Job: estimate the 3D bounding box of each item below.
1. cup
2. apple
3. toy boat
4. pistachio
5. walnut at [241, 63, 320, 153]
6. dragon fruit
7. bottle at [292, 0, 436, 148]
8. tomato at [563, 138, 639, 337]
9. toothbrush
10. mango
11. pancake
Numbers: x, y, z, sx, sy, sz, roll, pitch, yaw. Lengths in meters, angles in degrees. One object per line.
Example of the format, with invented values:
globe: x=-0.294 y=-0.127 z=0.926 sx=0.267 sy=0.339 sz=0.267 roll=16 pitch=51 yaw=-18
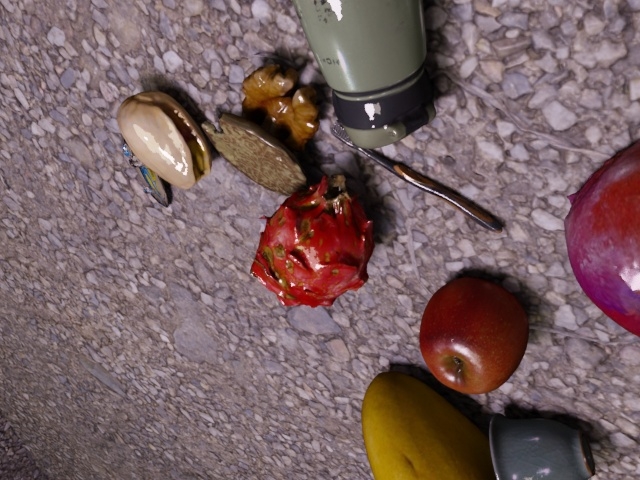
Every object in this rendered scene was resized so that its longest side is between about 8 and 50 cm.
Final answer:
cup: x=0.419 y=0.405 z=1.224 sx=0.150 sy=0.199 sz=0.199 roll=-20 pitch=114 yaw=26
apple: x=0.253 y=0.157 z=1.114 sx=0.181 sy=0.168 sz=0.181 roll=25 pitch=138 yaw=25
toy boat: x=-0.353 y=-0.142 z=1.380 sx=0.084 sy=0.066 sz=0.210 roll=51 pitch=163 yaw=41
pistachio: x=-0.290 y=-0.190 z=1.244 sx=0.145 sy=0.117 sz=0.200 roll=-23 pitch=115 yaw=44
walnut: x=-0.063 y=-0.217 z=1.084 sx=0.143 sy=0.069 sz=0.170 roll=42 pitch=148 yaw=-4
dragon fruit: x=0.000 y=0.000 z=1.141 sx=0.210 sy=0.205 sz=0.268 roll=33 pitch=130 yaw=13
bottle: x=0.058 y=-0.279 z=0.874 sx=0.169 sy=0.168 sz=0.347 roll=8 pitch=135 yaw=32
tomato: x=0.464 y=0.015 z=0.826 sx=0.335 sy=0.176 sz=0.289 roll=24 pitch=134 yaw=19
toothbrush: x=0.152 y=-0.100 z=1.067 sx=0.321 sy=0.023 sz=0.031 roll=34 pitch=142 yaw=7
mango: x=0.241 y=0.455 z=1.321 sx=0.220 sy=0.301 sz=0.445 roll=-39 pitch=74 yaw=33
pancake: x=-0.114 y=-0.145 z=1.164 sx=0.212 sy=0.029 sz=0.235 roll=42 pitch=162 yaw=-28
